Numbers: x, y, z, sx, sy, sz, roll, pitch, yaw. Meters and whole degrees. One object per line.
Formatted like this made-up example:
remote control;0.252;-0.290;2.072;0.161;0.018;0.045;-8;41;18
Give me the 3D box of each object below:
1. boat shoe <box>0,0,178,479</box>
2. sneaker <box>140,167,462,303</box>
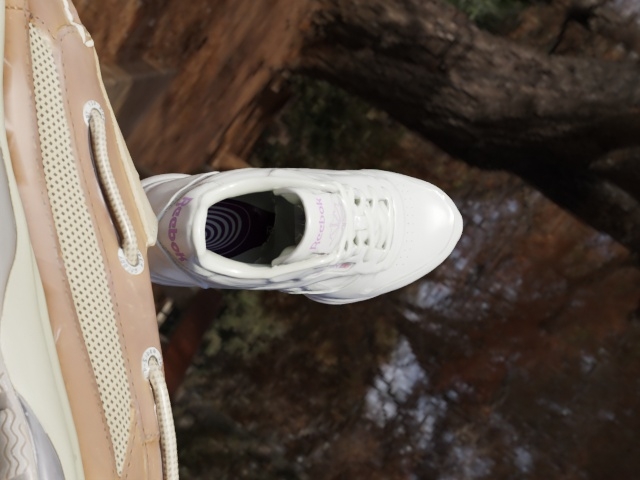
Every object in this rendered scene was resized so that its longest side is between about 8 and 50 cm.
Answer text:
boat shoe;-0.122;-0.013;0.392;0.123;0.324;0.116;-15;165;24
sneaker;0.000;0.000;0.871;0.152;0.305;0.114;1;-87;59
